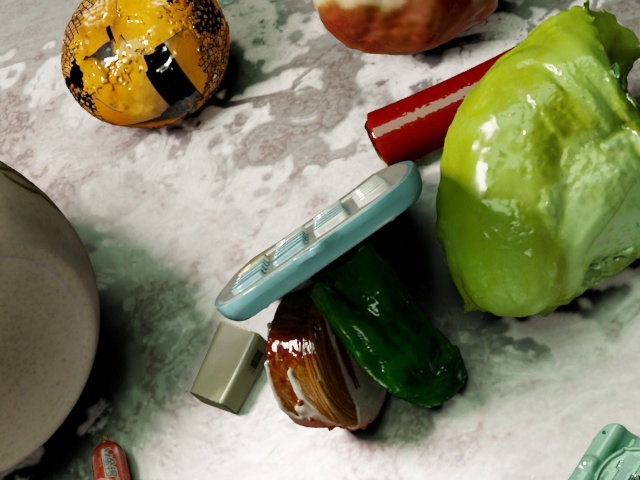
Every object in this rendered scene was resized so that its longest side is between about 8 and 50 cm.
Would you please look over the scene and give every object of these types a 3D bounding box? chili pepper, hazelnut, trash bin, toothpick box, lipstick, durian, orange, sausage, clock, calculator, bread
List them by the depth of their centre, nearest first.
[{"bbox_3d":[0.305,0.240,1.191,0.135,0.041,0.101,24,73,36],"label":"clock"},{"bbox_3d":[0.071,0.092,1.290,0.098,0.224,0.061,-51,34,-13],"label":"chili pepper"},{"bbox_3d":[0.245,-0.077,1.327,0.340,0.204,0.256,-38,62,1],"label":"durian"},{"bbox_3d":[0.009,0.126,1.341,0.073,0.160,0.160,-9,56,30],"label":"bread"},{"bbox_3d":[0.000,0.000,1.343,0.256,0.386,0.054,-35,91,3],"label":"calculator"},{"bbox_3d":[-0.233,0.281,1.435,0.050,0.048,0.145,-56,38,37],"label":"sausage"},{"bbox_3d":[-0.105,0.148,1.459,0.061,0.043,0.092,15,71,33],"label":"trash bin"},{"bbox_3d":[-0.498,0.071,1.476,0.425,0.409,0.409,27,75,43],"label":"toothpick box"},{"bbox_3d":[0.172,-0.163,1.495,0.241,0.080,0.080,-25,52,11],"label":"lipstick"},{"bbox_3d":[0.092,-0.343,1.580,0.261,0.241,0.261,3,58,-5],"label":"hazelnut"},{"bbox_3d":[-0.235,-0.259,1.698,0.234,0.182,0.234,-15,62,29],"label":"orange"}]
